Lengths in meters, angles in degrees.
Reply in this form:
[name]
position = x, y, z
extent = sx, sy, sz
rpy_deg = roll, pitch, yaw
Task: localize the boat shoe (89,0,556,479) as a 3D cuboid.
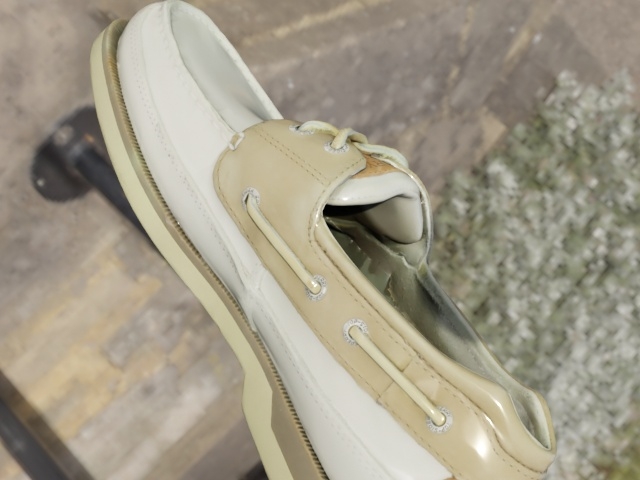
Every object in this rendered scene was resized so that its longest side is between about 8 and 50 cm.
[boat shoe]
position = 0.000, 0.000, 0.593
extent = 0.103, 0.302, 0.113
rpy_deg = -40, 155, 23
